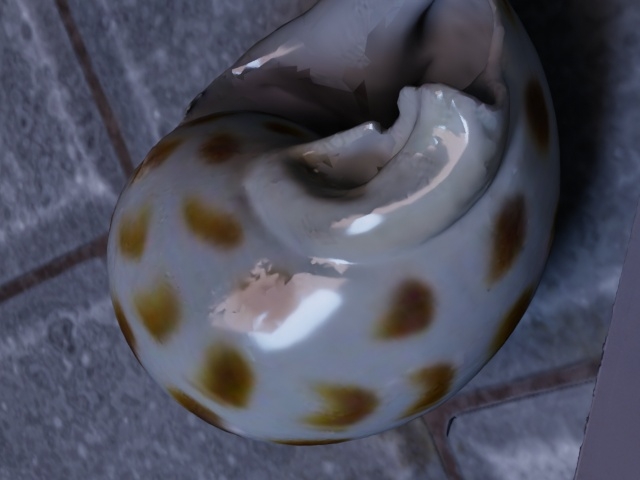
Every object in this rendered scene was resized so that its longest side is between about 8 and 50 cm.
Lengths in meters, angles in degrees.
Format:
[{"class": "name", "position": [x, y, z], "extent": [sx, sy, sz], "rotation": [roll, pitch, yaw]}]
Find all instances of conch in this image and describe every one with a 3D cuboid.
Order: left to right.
[{"class": "conch", "position": [0.000, 0.000, 0.609], "extent": [0.275, 0.183, 0.149], "rotation": [-13, 130, 46]}]

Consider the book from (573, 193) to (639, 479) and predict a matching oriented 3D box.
[{"class": "book", "position": [0.167, 0.072, 0.577], "extent": [0.127, 0.014, 0.182], "rotation": [25, 121, 34]}]
